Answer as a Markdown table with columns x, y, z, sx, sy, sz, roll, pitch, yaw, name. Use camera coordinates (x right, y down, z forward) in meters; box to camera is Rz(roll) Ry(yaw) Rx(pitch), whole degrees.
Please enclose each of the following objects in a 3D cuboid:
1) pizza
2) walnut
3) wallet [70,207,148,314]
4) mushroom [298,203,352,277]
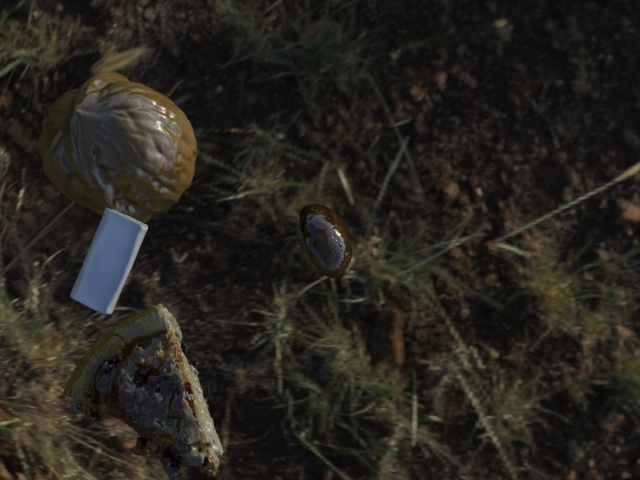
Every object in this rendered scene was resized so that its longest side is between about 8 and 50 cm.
| x | y | z | sx | sy | sz | roll | pitch | yaw | name |
| --- | --- | --- | --- | --- | --- | --- | --- | --- | --- |
| -0.176 | 0.180 | 1.192 | 0.154 | 0.069 | 0.194 | -42 | 86 | -4 | pizza |
| -0.266 | -0.123 | 1.461 | 0.213 | 0.213 | 0.213 | 4 | 81 | -24 | walnut |
| -0.261 | 0.026 | 1.370 | 0.061 | 0.025 | 0.122 | 24 | 95 | 11 | wallet |
| 0.000 | 0.000 | 1.748 | 0.087 | 0.127 | 0.127 | -27 | 95 | 8 | mushroom |
